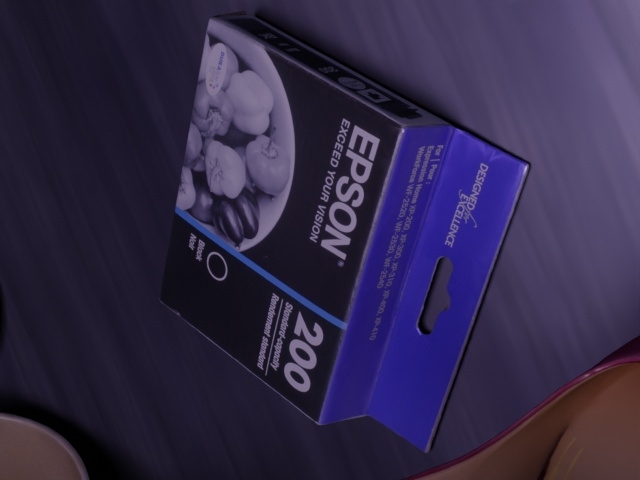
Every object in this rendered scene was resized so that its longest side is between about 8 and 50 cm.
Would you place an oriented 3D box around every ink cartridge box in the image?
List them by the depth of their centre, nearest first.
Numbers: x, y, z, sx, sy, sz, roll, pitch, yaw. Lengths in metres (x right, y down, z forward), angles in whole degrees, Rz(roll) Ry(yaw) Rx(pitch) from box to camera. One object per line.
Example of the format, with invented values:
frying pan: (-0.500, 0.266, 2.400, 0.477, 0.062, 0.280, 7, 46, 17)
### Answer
ink cartridge box: (0.000, 0.000, 0.740, 0.208, 0.045, 0.206, 32, 124, 28)

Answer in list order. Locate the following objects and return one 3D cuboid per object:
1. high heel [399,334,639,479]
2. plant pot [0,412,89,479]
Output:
high heel: (0.076, 0.108, 0.481, 0.127, 0.377, 0.181, 32, 161, 45)
plant pot: (-0.275, 0.324, 0.992, 0.256, 0.256, 0.274, 21, 135, 36)
